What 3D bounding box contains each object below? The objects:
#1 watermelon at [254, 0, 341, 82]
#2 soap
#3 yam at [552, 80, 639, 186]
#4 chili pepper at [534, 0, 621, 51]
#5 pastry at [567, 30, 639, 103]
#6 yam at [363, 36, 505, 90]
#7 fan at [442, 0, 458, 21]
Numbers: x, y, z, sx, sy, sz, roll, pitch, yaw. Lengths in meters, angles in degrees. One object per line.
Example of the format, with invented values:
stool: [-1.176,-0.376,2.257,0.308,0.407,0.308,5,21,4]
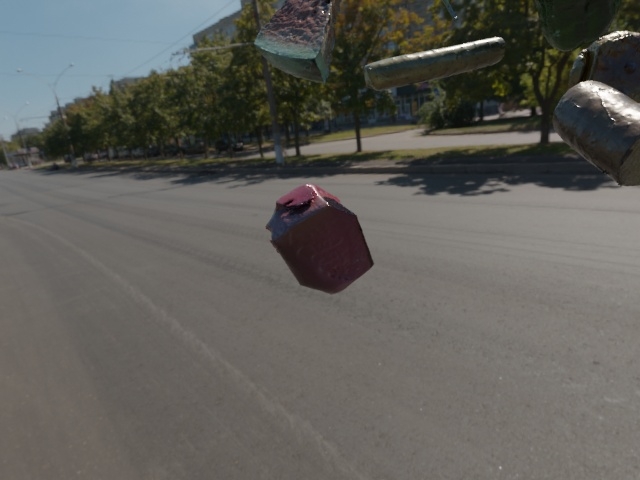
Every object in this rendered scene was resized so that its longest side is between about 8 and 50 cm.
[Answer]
watermelon: [-0.024,-0.456,0.876,0.153,0.242,0.094,21,-13,14]
soap: [0.000,0.000,1.058,0.220,0.325,0.127,-37,44,-10]
yam: [0.328,-0.122,0.471,0.084,0.084,0.127,-9,39,-7]
chili pepper: [0.555,-0.604,0.896,0.212,0.385,0.168,-27,37,8]
pastry: [0.813,-0.452,1.148,0.228,0.219,0.100,31,11,4]
yam: [0.293,-0.452,1.069,0.370,0.083,0.083,-15,17,-6]
fan: [0.421,-0.843,1.442,0.016,0.193,0.038,-42,17,-15]
